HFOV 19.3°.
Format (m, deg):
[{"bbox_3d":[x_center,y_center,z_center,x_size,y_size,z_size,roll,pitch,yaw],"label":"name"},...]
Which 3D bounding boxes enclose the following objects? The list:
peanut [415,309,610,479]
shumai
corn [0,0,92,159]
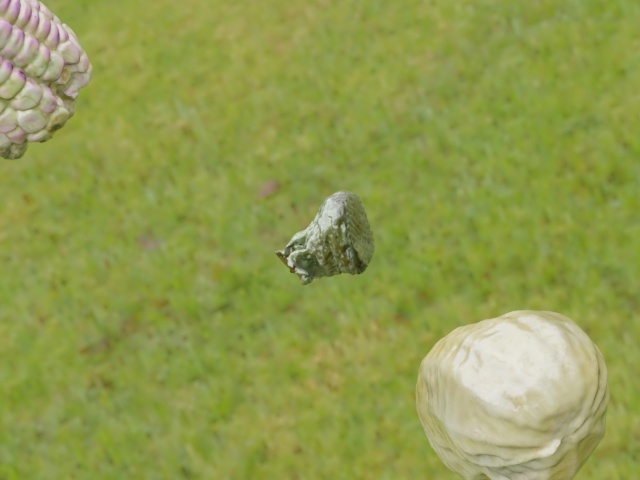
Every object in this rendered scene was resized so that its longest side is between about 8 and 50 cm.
[{"bbox_3d":[0.179,0.152,1.800,0.158,0.174,0.340,-57,7,-10],"label":"peanut"},{"bbox_3d":[0.000,0.000,1.642,0.080,0.082,0.083,-8,-13,19],"label":"shumai"},{"bbox_3d":[-0.305,-0.186,1.374,0.126,0.335,0.126,-25,43,26],"label":"corn"}]
